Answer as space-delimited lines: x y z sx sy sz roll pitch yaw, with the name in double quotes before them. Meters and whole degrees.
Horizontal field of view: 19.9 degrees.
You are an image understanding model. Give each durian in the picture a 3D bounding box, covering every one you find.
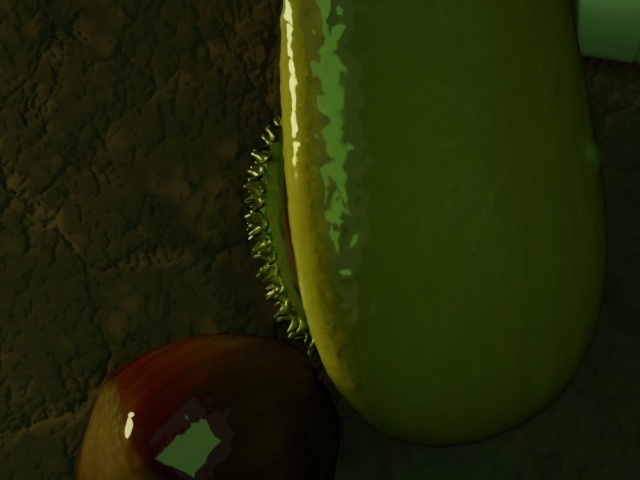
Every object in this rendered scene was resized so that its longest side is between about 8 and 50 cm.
"durian" -0.008 0.003 1.442 0.137 0.095 0.221 -21 92 -30

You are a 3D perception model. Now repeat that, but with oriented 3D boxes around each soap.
"soap" 0.099 -0.056 1.396 0.306 0.115 0.427 -14 100 -41

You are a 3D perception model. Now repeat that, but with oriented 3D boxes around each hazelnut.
"hazelnut" -0.089 0.166 1.396 0.186 0.210 0.210 -1 84 20

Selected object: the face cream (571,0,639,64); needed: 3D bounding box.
"face cream" 0.350 -0.212 1.494 0.348 0.081 0.174 8 85 -2
